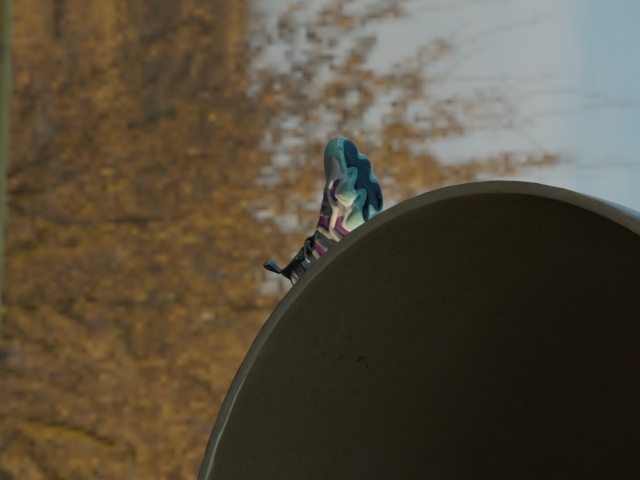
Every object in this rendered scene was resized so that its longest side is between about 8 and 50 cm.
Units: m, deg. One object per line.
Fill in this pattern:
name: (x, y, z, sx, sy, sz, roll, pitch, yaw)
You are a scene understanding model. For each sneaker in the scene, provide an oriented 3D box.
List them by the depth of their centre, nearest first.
sneaker: (0.000, 0.000, 0.910, 0.038, 0.069, 0.098, -30, 106, -63)

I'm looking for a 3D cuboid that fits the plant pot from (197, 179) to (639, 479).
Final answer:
plant pot: (0.110, 0.132, 0.600, 0.284, 0.191, 0.284, -11, -105, 48)
